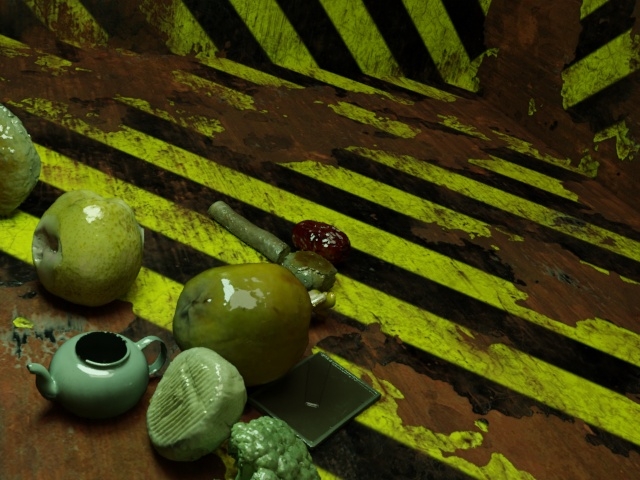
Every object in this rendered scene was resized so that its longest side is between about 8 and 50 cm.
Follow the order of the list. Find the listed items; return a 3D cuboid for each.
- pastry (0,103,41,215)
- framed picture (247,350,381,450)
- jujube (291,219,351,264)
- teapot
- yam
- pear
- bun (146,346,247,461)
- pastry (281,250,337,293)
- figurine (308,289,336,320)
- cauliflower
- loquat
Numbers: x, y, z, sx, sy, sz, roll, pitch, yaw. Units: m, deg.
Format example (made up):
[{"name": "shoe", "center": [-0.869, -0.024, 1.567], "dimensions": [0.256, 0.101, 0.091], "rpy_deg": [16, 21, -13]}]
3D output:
[{"name": "pastry", "center": [-0.879, -0.214, 1.967], "dimensions": [0.329, 0.330, 0.136], "rpy_deg": [16, 27, 3]}, {"name": "framed picture", "center": [-0.010, 0.339, 1.668], "dimensions": [0.189, 0.023, 0.260], "rpy_deg": [30, 32, 26]}, {"name": "jujube", "center": [0.000, 0.000, 2.196], "dimensions": [0.176, 0.109, 0.112], "rpy_deg": [26, -4, 25]}, {"name": "teapot", "center": [-0.433, 0.255, 1.509], "dimensions": [0.294, 0.129, 0.193], "rpy_deg": [-13, 39, -40]}, {"name": "yam", "center": [-0.208, -0.026, 2.189], "dimensions": [0.299, 0.066, 0.066], "rpy_deg": [32, 33, 29]}, {"name": "pear", "center": [-0.534, 0.014, 1.774], "dimensions": [0.271, 0.271, 0.271], "rpy_deg": [11, 28, -6]}, {"name": "bun", "center": [-0.230, 0.316, 1.454], "dimensions": [0.134, 0.220, 0.220], "rpy_deg": [34, 13, -38]}, {"name": "pastry", "center": [-0.031, 0.082, 2.060], "dimensions": [0.153, 0.081, 0.153], "rpy_deg": [8, 26, -4]}, {"name": "figurine", "center": [-0.082, 0.158, 1.861], "dimensions": [0.246, 0.131, 0.156], "rpy_deg": [-3, -2, -26]}, {"name": "cauliflower", "center": [-0.115, 0.442, 1.285], "dimensions": [0.250, 0.275, 0.272], "rpy_deg": [-26, 68, 0]}, {"name": "loquat", "center": [-0.159, 0.172, 1.626], "dimensions": [0.284, 0.276, 0.276], "rpy_deg": [19, 20, -41]}]
